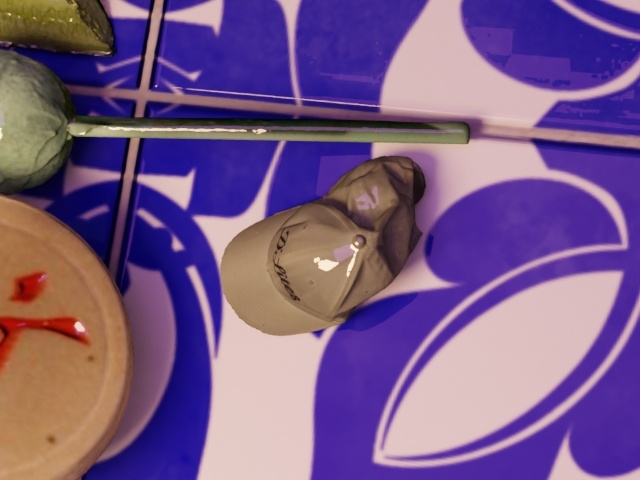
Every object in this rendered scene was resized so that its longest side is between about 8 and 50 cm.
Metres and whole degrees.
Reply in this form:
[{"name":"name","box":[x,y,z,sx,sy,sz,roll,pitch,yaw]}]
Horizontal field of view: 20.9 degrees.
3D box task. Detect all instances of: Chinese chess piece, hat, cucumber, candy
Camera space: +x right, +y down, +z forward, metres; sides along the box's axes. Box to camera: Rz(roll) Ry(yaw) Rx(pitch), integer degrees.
[{"name":"Chinese chess piece","box":[-0.263,0.085,1.288,0.250,0.103,0.249,8,69,-23]},{"name":"hat","box":[-0.003,0.002,1.310,0.166,0.081,0.122,-13,74,23]},{"name":"cucumber","box":[-0.274,-0.198,1.425,0.220,0.070,0.046,6,52,15]},{"name":"candy","box":[-0.105,-0.086,1.345,0.440,0.119,0.119,3,81,9]}]
